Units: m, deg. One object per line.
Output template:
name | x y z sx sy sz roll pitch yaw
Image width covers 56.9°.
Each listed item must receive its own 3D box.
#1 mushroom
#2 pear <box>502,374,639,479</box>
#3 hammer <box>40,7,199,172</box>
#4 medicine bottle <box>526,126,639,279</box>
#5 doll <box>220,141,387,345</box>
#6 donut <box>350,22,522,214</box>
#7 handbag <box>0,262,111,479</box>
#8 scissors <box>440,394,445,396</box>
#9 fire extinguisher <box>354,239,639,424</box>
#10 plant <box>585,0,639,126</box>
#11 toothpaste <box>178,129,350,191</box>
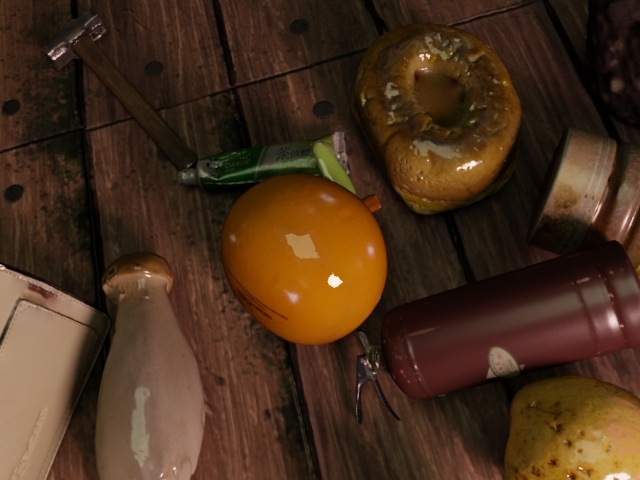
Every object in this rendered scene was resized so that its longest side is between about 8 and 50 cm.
mushroom | -0.212 0.178 0.721 0.128 0.128 0.350 -14 64 3
pear | 0.275 0.223 0.605 0.178 0.178 0.178 -3 68 7
hammer | -0.310 -0.230 0.940 0.111 0.043 0.365 -40 70 -8
medicine bottle | 0.423 -0.017 0.684 0.323 0.151 0.151 19 73 15
doll | 0.000 0.000 0.725 0.213 0.213 0.236 36 64 19
donut | 0.159 -0.174 0.800 0.209 0.128 0.261 -28 69 -4
handbag | -0.419 0.210 0.676 0.160 0.236 0.358 13 71 11
scissors | 0.167 0.159 0.732 0.083 0.006 0.036 -36 66 -6
fire extinguisher | 0.181 0.113 0.667 0.337 0.114 0.135 -19 83 19
plant | 0.455 -0.291 0.704 0.213 0.312 0.215 -32 71 -1
toothpaste | -0.083 -0.108 0.855 0.248 0.047 0.078 -8 70 3
